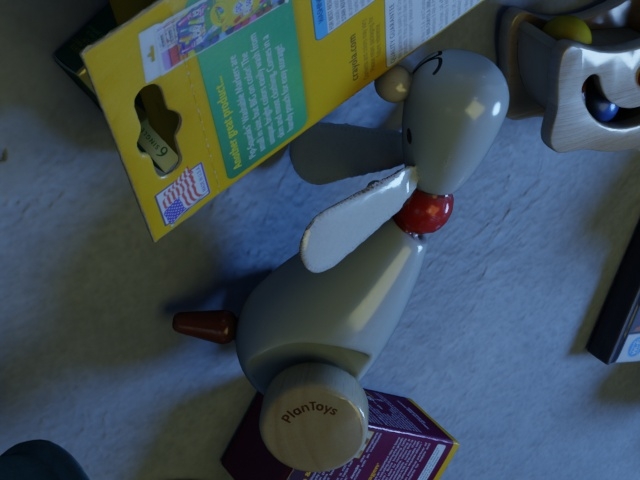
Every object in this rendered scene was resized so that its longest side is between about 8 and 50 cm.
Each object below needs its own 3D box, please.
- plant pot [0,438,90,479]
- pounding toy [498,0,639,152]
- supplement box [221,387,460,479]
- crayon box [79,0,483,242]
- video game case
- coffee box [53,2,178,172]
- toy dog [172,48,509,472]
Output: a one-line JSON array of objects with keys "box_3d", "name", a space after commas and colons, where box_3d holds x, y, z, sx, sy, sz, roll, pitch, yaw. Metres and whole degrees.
[{"box_3d": [-0.333, 0.290, 0.775, 0.334, 0.341, 0.341, 6, 113, -31], "name": "plant pot"}, {"box_3d": [0.291, -0.142, 1.090, 0.269, 0.155, 0.154, -3, 123, -37], "name": "pounding toy"}, {"box_3d": [0.020, 0.189, 1.139, 0.188, 0.081, 0.104, 19, 104, -44], "name": "supplement box"}, {"box_3d": [-0.015, -0.165, 0.784, 0.323, 0.083, 0.203, -38, 155, -16], "name": "crayon box"}, {"box_3d": [0.425, 0.005, 1.375, 0.248, 0.035, 0.275, 2, 116, -39], "name": "video game case"}, {"box_3d": [-0.079, -0.146, 0.875, 0.184, 0.040, 0.113, -44, 135, -7], "name": "coffee box"}, {"box_3d": [0.000, 0.000, 0.953, 0.161, 0.220, 0.334, 19, 98, -11], "name": "toy dog"}]
